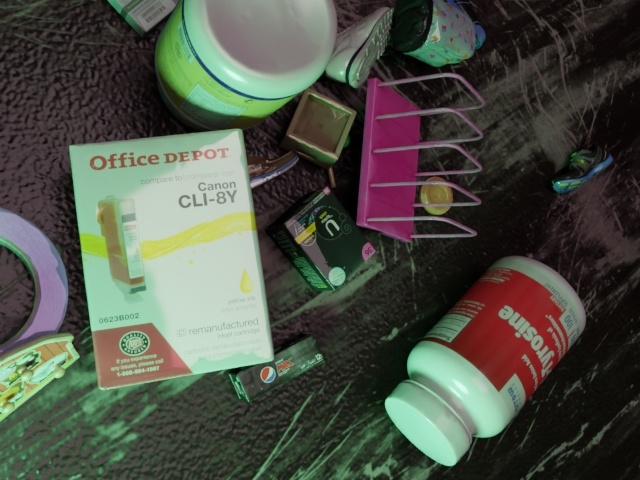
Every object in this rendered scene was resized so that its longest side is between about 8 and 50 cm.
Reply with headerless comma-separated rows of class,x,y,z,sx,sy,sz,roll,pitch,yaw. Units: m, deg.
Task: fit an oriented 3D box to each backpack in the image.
backpack,0.242,-0.436,1.437,0.182,0.115,0.152,14,86,-42

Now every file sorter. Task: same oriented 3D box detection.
file sorter,0.208,-0.156,1.326,0.202,0.182,0.291,17,75,-55

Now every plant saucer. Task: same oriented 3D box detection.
plant saucer,0.253,-0.098,1.475,0.083,0.013,0.083,3,83,-24

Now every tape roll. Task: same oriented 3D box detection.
tape roll,-0.538,0.082,1.047,0.275,0.090,0.275,3,83,-25

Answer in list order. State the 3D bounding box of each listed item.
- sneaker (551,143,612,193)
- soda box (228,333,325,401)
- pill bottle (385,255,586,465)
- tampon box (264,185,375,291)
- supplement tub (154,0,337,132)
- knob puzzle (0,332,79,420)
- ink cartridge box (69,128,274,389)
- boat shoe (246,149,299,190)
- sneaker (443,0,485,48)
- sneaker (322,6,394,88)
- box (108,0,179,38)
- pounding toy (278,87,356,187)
sneaker,0.619,-0.174,1.633,0.188,0.067,0.078,-32,77,-23
soda box,-0.081,0.234,1.262,0.169,0.053,0.060,-24,94,-26
pill bottle,0.325,0.236,1.355,0.407,0.229,0.229,-42,102,-22
tampon box,0.000,0.000,1.298,0.120,0.101,0.161,-43,103,-22
supplement tub,-0.142,-0.317,1.139,0.241,0.331,0.241,3,84,-24
knob puzzle,-0.448,0.210,1.017,0.213,0.213,0.030,-39,76,-23
ink cartridge box,-0.246,0.025,1.125,0.279,0.160,0.385,-8,87,-13
boat shoe,-0.125,-0.133,1.274,0.183,0.066,0.066,-32,97,-24
sneaker,0.298,-0.537,1.505,0.232,0.081,0.090,45,76,-13
sneaker,0.078,-0.410,1.390,0.095,0.090,0.235,18,54,21
box,-0.335,-0.485,1.229,0.186,0.038,0.145,47,67,-15
pounding toy,0.000,-0.199,1.334,0.141,0.100,0.130,24,74,-10
